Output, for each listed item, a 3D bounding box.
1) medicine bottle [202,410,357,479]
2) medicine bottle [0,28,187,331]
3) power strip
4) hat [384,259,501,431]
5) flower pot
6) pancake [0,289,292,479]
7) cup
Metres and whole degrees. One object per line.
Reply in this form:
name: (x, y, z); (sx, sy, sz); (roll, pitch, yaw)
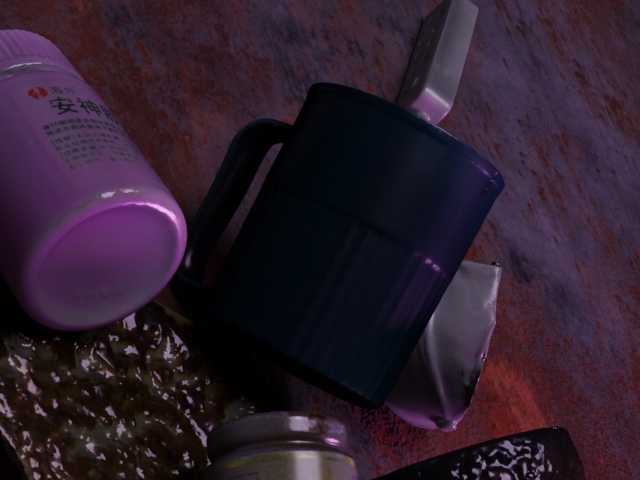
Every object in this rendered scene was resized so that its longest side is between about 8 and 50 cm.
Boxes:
medicine bottle: (-0.031, 0.333, 1.396); (0.151, 0.151, 0.322); (17, 58, -41)
medicine bottle: (-0.270, -0.064, 1.476); (0.178, 0.178, 0.290); (11, 30, -45)
power strip: (0.185, -0.283, 2.390); (0.062, 0.091, 0.385); (39, 34, -14)
hat: (0.072, 0.093, 1.807); (0.301, 0.258, 0.168); (33, 61, 9)
flower pot: (0.182, 0.365, 1.604); (0.266, 0.266, 0.267); (2, 66, -49)
pancake: (-0.192, 0.173, 1.502); (0.427, 0.067, 0.305); (-1, 60, -50)
cup: (0.002, -0.001, 1.629); (0.308, 0.292, 0.242); (26, -7, 4)
